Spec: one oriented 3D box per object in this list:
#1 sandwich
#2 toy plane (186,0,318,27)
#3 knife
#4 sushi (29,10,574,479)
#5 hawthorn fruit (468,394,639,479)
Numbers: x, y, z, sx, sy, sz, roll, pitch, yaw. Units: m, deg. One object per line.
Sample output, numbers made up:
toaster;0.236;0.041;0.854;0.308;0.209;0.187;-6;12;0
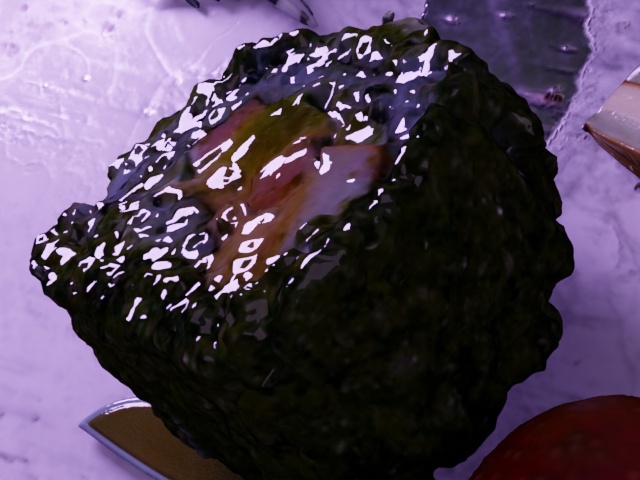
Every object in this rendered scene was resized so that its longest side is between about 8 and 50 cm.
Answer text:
sandwich;0.268;-0.049;1.056;0.079;0.113;0.163;-46;26;-2
toy plane;-0.085;-0.243;1.231;0.234;0.082;0.160;36;117;5
knife;-0.027;0.174;1.064;0.343;0.027;0.061;19;80;26
sushi;0.000;0.000;0.976;0.294;0.178;0.352;-47;29;-14
hawthorn fruit;0.172;0.214;0.846;0.285;0.284;0.368;4;57;21
